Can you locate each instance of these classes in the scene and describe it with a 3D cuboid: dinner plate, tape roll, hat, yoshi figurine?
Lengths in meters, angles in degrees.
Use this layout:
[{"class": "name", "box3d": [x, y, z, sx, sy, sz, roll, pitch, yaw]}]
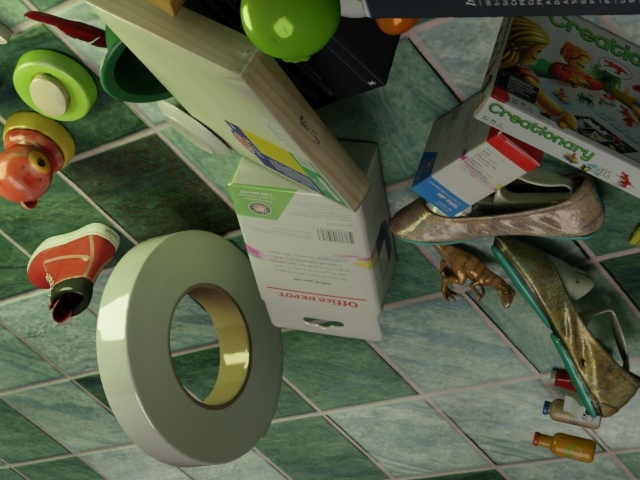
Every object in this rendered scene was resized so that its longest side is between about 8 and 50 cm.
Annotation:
[{"class": "dinner plate", "box3d": [-0.192, -0.163, 2.052, 0.141, 0.017, 0.141, 36, 172, 6]}, {"class": "tape roll", "box3d": [-0.204, 0.177, 2.247, 0.072, 0.392, 0.392, -12, 134, 35]}, {"class": "hat", "box3d": [-0.269, -0.315, 1.944, 0.208, 0.183, 0.173, -4, 141, -39]}, {"class": "yoshi figurine", "box3d": [0.018, -0.279, 1.572, 0.203, 0.362, 0.203, 33, 116, 38]}]

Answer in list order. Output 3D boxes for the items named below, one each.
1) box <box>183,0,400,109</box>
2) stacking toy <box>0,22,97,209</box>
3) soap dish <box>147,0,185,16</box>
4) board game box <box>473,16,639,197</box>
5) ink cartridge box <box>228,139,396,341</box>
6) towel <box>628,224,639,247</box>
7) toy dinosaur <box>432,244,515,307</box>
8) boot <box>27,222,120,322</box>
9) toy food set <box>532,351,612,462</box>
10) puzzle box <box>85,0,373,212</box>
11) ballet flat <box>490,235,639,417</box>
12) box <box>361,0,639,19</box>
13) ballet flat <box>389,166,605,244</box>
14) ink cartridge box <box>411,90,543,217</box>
[{"class": "box", "box3d": [-0.051, -0.289, 1.785, 0.184, 0.103, 0.261, -12, 140, 44]}, {"class": "stacking toy", "box3d": [-0.508, -0.199, 2.118, 0.309, 0.130, 0.279, 32, 143, -17]}, {"class": "soap dish", "box3d": [-0.186, -0.429, 1.562, 0.229, 0.118, 0.291, 31, 105, -16]}, {"class": "board game box", "box3d": [0.352, -0.167, 1.698, 0.305, 0.193, 0.053, 25, 145, -7]}, {"class": "ink cartridge box", "box3d": [0.000, 0.000, 2.146, 0.207, 0.119, 0.353, 7, 141, 16]}, {"class": "towel", "box3d": [0.572, 0.020, 1.989, 0.237, 0.021, 0.102, 22, 150, -5]}, {"class": "toy dinosaur", "box3d": [0.214, 0.033, 2.153, 0.211, 0.064, 0.112, 36, 136, 4]}, {"class": "boot", "box3d": [-0.465, 0.079, 2.423, 0.088, 0.176, 0.244, 38, 142, -26]}, {"class": "toy food set", "box3d": [0.420, 0.258, 2.292, 0.104, 0.111, 0.232, 11, 136, 14]}, {"class": "puzzle box", "box3d": [-0.111, -0.188, 1.828, 0.272, 0.052, 0.409, 28, 170, 29]}, {"class": "ballet flat", "box3d": [0.386, 0.113, 2.106, 0.123, 0.123, 0.348, -19, 110, 41]}, {"class": "box", "box3d": [0.242, -0.394, 1.369, 0.395, 0.293, 0.212, 2, 140, 23]}, {"class": "ballet flat", "box3d": [0.248, -0.061, 1.979, 0.316, 0.107, 0.106, -3, 130, 16]}, {"class": "ink cartridge box", "box3d": [0.234, -0.140, 1.839, 0.078, 0.134, 0.231, 36, 142, -19]}]
